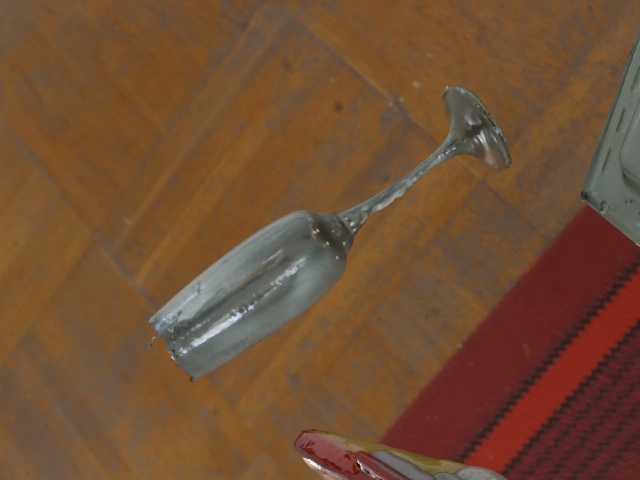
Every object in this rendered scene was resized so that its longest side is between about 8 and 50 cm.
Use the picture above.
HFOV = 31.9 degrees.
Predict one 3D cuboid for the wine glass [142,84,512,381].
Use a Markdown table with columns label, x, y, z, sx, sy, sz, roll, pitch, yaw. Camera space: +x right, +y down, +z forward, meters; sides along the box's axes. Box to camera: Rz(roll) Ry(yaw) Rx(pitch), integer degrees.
| label | x | y | z | sx | sy | sz | roll | pitch | yaw |
| --- | --- | --- | --- | --- | --- | --- | --- | --- | --- |
| wine glass | 0.000 | 0.000 | 0.727 | 0.262 | 0.074 | 0.074 | -36 | 60 | -7 |

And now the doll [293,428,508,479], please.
| label | x | y | z | sx | sy | sz | roll | pitch | yaw |
| --- | --- | --- | --- | --- | --- | --- | --- | --- | --- |
| doll | 0.052 | 0.111 | 0.380 | 0.057 | 0.169 | 0.109 | -42 | 99 | -14 |

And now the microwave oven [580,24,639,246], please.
| label | x | y | z | sx | sy | sz | roll | pitch | yaw |
| --- | --- | --- | --- | --- | --- | --- | --- | --- | --- |
| microwave oven | 0.226 | -0.021 | 0.425 | 0.208 | 0.162 | 0.122 | 52 | 134 | 52 |
